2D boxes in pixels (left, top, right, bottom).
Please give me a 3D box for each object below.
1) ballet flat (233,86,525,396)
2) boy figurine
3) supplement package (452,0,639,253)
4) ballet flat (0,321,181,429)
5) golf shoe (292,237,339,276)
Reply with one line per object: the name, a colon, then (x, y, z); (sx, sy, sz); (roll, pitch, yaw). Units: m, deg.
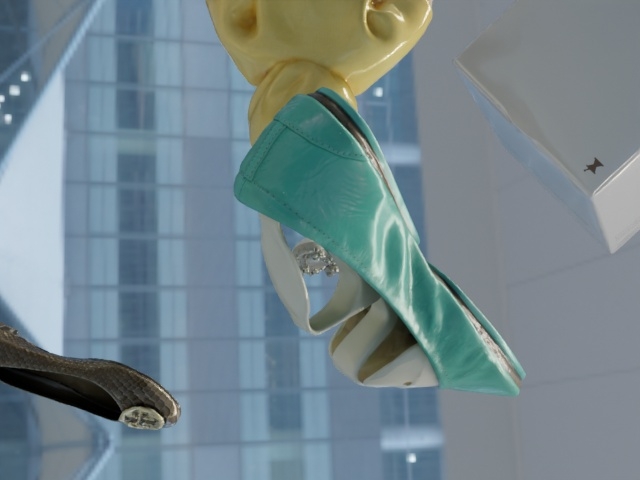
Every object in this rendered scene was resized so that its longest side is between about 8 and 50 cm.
ballet flat: (0.028, 0.027, 0.622); (0.083, 0.087, 0.247); (41, -9, 51)
boy figurine: (0.002, -0.169, 0.851); (0.092, 0.177, 0.285); (93, -2, -74)
supplement package: (0.270, -0.128, 1.087); (0.177, 0.175, 0.293); (49, 7, 19)
ballet flat: (-0.264, 0.146, 1.170); (0.084, 0.249, 0.058); (111, 0, -45)
golf shoe: (0.000, 0.000, 1.510); (0.176, 0.069, 0.086); (10, 59, -69)
